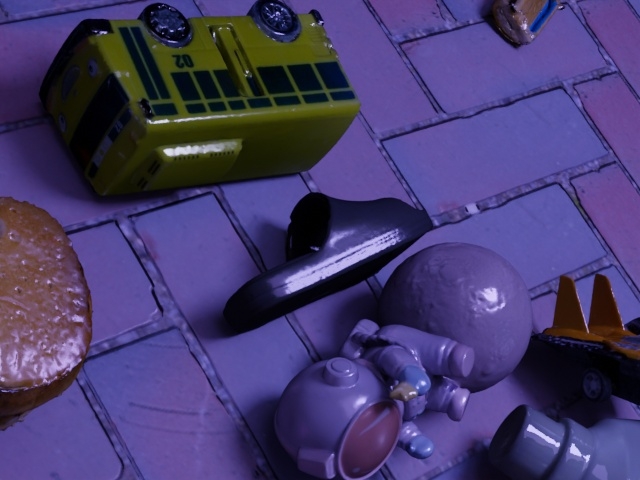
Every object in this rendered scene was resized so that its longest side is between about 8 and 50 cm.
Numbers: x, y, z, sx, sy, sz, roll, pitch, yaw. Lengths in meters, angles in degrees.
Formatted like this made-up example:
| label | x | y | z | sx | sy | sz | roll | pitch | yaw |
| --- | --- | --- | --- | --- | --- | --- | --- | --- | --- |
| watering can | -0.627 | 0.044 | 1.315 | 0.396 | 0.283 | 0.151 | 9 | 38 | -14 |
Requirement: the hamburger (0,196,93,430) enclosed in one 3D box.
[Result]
| label | x | y | z | sx | sy | sz | roll | pitch | yaw |
| --- | --- | --- | --- | --- | --- | --- | --- | --- | --- |
| hamburger | -0.267 | 0.066 | 0.997 | 0.182 | 0.118 | 0.191 | 23 | 46 | -14 |

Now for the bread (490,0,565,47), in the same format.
| label | x | y | z | sx | sy | sz | roll | pitch | yaw |
| --- | --- | --- | --- | --- | --- | --- | --- | --- | --- |
| bread | 0.248 | -0.288 | 1.633 | 0.072 | 0.053 | 0.106 | 57 | 45 | -20 |

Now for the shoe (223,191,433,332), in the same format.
| label | x | y | z | sx | sy | sz | roll | pitch | yaw |
| --- | --- | --- | --- | --- | --- | --- | --- | --- | --- |
| shoe | 0.000 | 0.000 | 1.228 | 0.241 | 0.108 | 0.093 | -25 | 78 | -38 |

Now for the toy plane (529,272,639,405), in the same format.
| label | x | y | z | sx | sy | sz | roll | pitch | yaw |
| --- | --- | --- | --- | --- | --- | --- | --- | --- | --- |
| toy plane | 0.339 | 0.128 | 1.269 | 0.204 | 0.103 | 0.316 | -1 | 19 | -34 |

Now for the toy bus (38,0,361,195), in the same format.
| label | x | y | z | sx | sy | sz | roll | pitch | yaw |
| --- | --- | --- | --- | --- | --- | --- | --- | --- | --- |
| toy bus | -0.107 | -0.128 | 1.231 | 0.262 | 0.128 | 0.150 | -10 | 66 | -38 |

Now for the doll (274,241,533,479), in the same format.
| label | x | y | z | sx | sy | sz | roll | pitch | yaw |
| --- | --- | --- | --- | --- | --- | --- | --- | --- | --- |
| doll | 0.069 | 0.111 | 1.183 | 0.287 | 0.151 | 0.151 | -36 | 83 | -37 |

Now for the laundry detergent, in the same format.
| label | x | y | z | sx | sy | sz | roll | pitch | yaw |
| --- | --- | --- | --- | --- | --- | --- | --- | --- | --- |
| laundry detergent | 0.340 | 0.269 | 1.257 | 0.398 | 0.124 | 0.264 | 32 | 48 | -7 |
